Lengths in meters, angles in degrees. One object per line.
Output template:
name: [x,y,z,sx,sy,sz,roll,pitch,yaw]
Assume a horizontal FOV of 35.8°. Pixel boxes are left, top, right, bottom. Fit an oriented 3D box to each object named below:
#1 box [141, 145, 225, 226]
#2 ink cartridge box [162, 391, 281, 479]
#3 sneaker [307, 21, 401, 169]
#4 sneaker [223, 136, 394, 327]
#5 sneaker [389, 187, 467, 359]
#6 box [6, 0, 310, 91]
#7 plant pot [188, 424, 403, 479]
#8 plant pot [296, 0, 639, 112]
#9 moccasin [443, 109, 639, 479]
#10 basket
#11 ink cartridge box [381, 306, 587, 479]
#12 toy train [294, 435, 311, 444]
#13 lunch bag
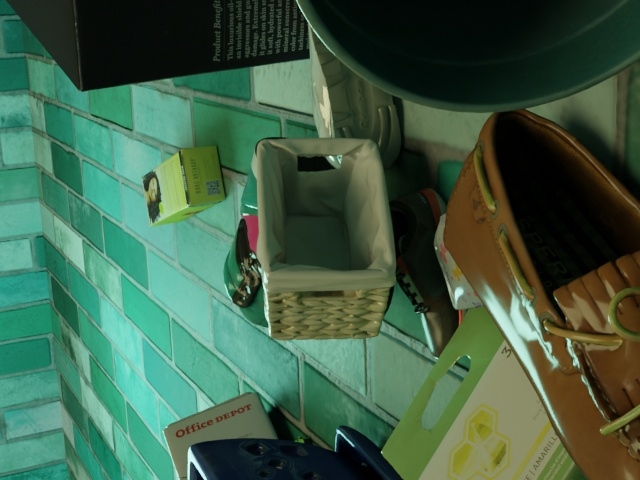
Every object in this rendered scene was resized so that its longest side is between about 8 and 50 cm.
box: [-0.213,-0.079,1.506,0.232,0.058,0.087,-18,81,64]
ink cartridge box: [-0.110,0.315,1.304,0.082,0.139,0.191,81,165,-50]
sneaker: [0.020,-0.180,0.957,0.095,0.090,0.235,-144,51,-69]
sneaker: [-0.024,0.038,1.060,0.295,0.123,0.178,-116,34,-48]
sneaker: [0.086,0.034,0.900,0.061,0.065,0.158,-20,79,64]
box: [-0.157,-0.300,1.016,0.296,0.294,0.183,46,140,48]
plant pot: [0.000,0.338,1.008,0.236,0.212,0.236,35,129,56]
plant pot: [0.087,-0.261,0.602,0.255,0.271,0.272,-106,22,-49]
moccasin: [0.200,0.045,0.604,0.380,0.139,0.147,-113,18,-48]
basket: [0.000,0.000,0.884,0.103,0.113,0.167,95,172,-47]
ink cartridge box: [0.122,0.148,0.768,0.171,0.056,0.235,-59,31,5]
toy train: [-0.015,0.289,1.253,0.023,0.017,0.083,-23,77,53]
lunch bag: [0.132,0.010,0.813,0.071,0.053,0.083,-26,84,66]
